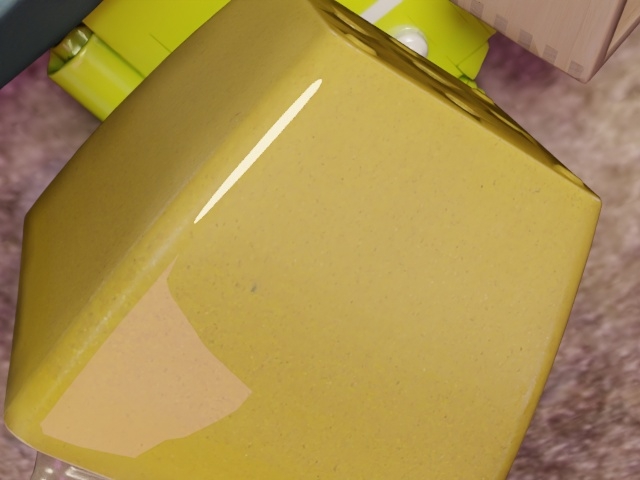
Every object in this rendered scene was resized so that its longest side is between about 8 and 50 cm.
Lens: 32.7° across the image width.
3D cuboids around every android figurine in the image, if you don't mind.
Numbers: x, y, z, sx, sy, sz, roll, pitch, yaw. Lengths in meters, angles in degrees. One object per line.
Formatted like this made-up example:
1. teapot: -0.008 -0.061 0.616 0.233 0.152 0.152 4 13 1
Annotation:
1. android figurine: -0.020 -0.130 0.561 0.248 0.056 0.273 -34 123 22

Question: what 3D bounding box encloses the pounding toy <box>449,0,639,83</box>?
1. pounding toy: 0.147 -0.205 0.451 0.094 0.206 0.181 36 158 17

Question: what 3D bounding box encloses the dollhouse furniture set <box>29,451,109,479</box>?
1. dollhouse furniture set: -0.028 0.108 0.759 0.301 0.151 0.198 17 108 3

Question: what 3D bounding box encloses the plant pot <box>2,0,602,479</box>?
1. plant pot: 0.000 0.000 0.507 0.212 0.212 0.187 29 106 -23

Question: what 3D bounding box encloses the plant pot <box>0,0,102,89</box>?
1. plant pot: -0.161 -0.142 0.425 0.234 0.166 0.165 -30 102 19
